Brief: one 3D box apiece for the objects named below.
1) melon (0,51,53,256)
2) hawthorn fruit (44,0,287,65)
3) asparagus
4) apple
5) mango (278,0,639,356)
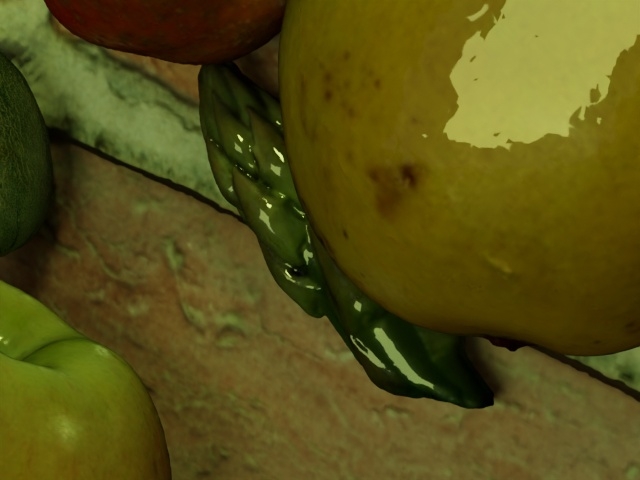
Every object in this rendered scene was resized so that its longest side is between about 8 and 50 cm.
[{"bbox_3d":[-0.244,-0.068,1.264,0.114,0.114,0.167,-17,91,34],"label":"melon"},{"bbox_3d":[-0.091,-0.192,1.117,0.189,0.189,0.189,6,101,32],"label":"hawthorn fruit"},{"bbox_3d":[0.000,0.000,1.142,0.080,0.080,0.287,-41,75,31],"label":"asparagus"},{"bbox_3d":[-0.252,0.168,1.195,0.338,0.338,0.305,20,88,29],"label":"apple"},{"bbox_3d":[0.155,-0.143,0.932,0.300,0.232,0.446,41,109,26],"label":"mango"}]
